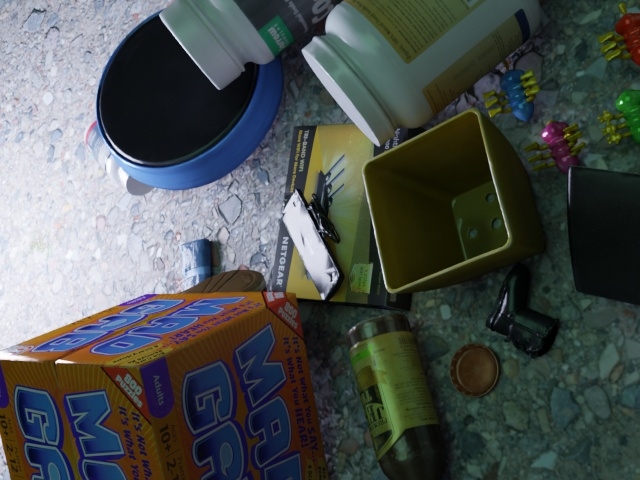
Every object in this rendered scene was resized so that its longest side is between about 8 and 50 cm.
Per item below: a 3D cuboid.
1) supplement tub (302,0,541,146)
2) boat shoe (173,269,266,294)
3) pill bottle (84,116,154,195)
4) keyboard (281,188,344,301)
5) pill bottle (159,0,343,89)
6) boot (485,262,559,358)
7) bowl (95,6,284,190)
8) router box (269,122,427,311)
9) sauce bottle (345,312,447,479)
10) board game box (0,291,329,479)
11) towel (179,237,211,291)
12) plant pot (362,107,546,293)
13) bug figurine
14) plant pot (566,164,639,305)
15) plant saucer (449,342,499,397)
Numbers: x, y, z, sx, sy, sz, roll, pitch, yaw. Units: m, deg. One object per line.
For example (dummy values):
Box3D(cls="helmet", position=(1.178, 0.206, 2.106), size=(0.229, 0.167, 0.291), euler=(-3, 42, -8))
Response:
Box3D(cls="supplement tub", position=(0.152, -0.317, 1.448), size=(0.316, 0.228, 0.228), euler=(-39, 57, 1))
Box3D(cls="boat shoe", position=(-0.218, 0.154, 1.748), size=(0.342, 0.123, 0.123), euler=(-22, 106, 31))
Box3D(cls="pill bottle", position=(-0.406, -0.178, 1.956), size=(0.108, 0.108, 0.180), euler=(-52, 55, 15))
Box3D(cls="keyboard", position=(0.000, 0.000, 1.564), size=(0.100, 0.038, 0.192), euler=(-55, 51, 43))
Box3D(cls="pill bottle", position=(-0.092, -0.444, 1.664), size=(0.361, 0.204, 0.204), euler=(-39, 58, 3))
Box3D(cls="boot", position=(0.308, 0.106, 1.397), size=(0.099, 0.045, 0.121), euler=(30, 101, 37))
Box3D(cls="bowl", position=(-0.265, -0.290, 1.831), size=(0.391, 0.077, 0.391), euler=(-8, 68, 20))
Box3D(cls="router box", position=(0.049, -0.042, 1.601), size=(0.243, 0.081, 0.309), euler=(2, 81, 37))
Box3D(cls="sauce bottle", position=(0.129, 0.286, 1.447), size=(0.111, 0.111, 0.344), euler=(-29, 62, 28))
Box3D(cls="board game box", position=(-0.250, 0.301, 1.503), size=(0.356, 0.356, 0.356), euler=(-3, 102, 37))
Box3D(cls="towel", position=(-0.240, 0.057, 1.828), size=(0.067, 0.029, 0.119), euler=(-15, 71, 33))
Box3D(cls="plant pot", position=(0.216, -0.040, 1.404), size=(0.212, 0.187, 0.212), euler=(-25, 66, 34))
Box3D(cls="bug figurine", position=(0.389, -0.214, 1.392), size=(0.279, 0.072, 0.216), euler=(-22, 68, 30))
Box3D(cls="plant pot", position=(0.434, 0.002, 1.247), size=(0.187, 0.188, 0.167), euler=(12, 93, 38))
Box3D(cls="plant saucer", position=(0.237, 0.199, 1.448), size=(0.083, 0.013, 0.083), euler=(-9, 75, 35))
